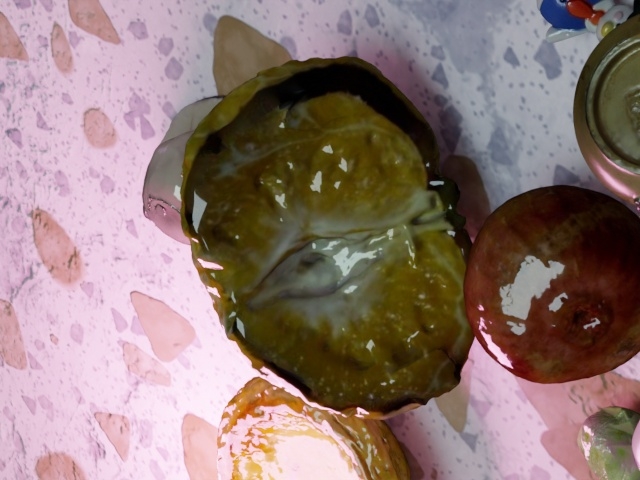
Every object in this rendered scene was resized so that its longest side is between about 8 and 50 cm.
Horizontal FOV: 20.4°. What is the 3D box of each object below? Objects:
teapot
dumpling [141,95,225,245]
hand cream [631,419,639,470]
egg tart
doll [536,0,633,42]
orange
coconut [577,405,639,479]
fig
[{"bbox_3d":[0.317,-0.096,1.520,0.173,0.182,0.269,-27,76,25],"label":"teapot"},{"bbox_3d":[-0.130,-0.079,2.006,0.247,0.142,0.173,7,81,48],"label":"dumpling"},{"bbox_3d":[0.400,0.087,1.602,0.185,0.118,0.359,41,127,26],"label":"hand cream"},{"bbox_3d":[0.009,0.273,2.050,0.294,0.123,0.294,18,122,32],"label":"egg tart"},{"bbox_3d":[0.245,-0.210,1.616,0.143,0.057,0.099,39,119,14],"label":"doll"},{"bbox_3d":[0.000,0.000,1.818,0.369,0.270,0.210,69,167,-8],"label":"orange"},{"bbox_3d":[0.297,0.202,1.769,0.082,0.083,0.081,3,123,-3],"label":"coconut"},{"bbox_3d":[0.229,0.038,1.684,0.205,0.205,0.205,21,125,34],"label":"fig"}]
